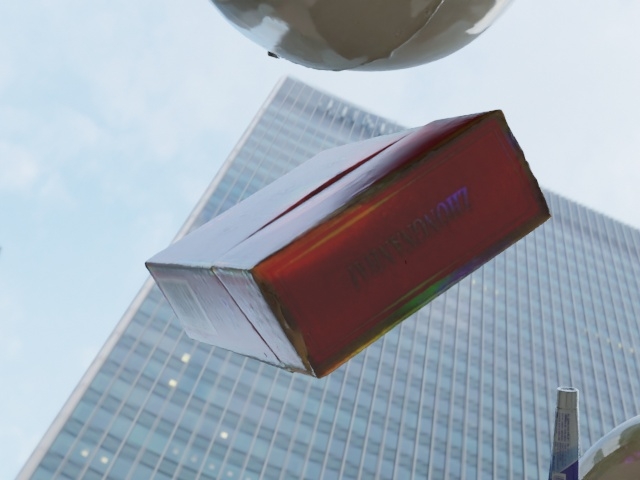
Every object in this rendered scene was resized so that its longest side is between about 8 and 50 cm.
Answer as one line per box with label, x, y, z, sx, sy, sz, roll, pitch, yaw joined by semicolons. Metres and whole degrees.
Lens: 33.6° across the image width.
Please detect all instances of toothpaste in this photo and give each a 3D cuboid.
toothpaste;0.161;0.139;0.704;0.024;0.015;0.083;4;-85;35

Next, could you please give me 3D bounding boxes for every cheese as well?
cheese;0.309;0.283;1.107;0.163;0.082;0.286;19;-54;-26

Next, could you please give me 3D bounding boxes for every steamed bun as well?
steamed bun;0.029;-0.310;0.917;0.334;0.374;0.333;-17;-61;-33

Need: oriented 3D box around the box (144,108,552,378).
box;0.000;0.000;0.789;0.197;0.313;0.089;-32;-79;-18
